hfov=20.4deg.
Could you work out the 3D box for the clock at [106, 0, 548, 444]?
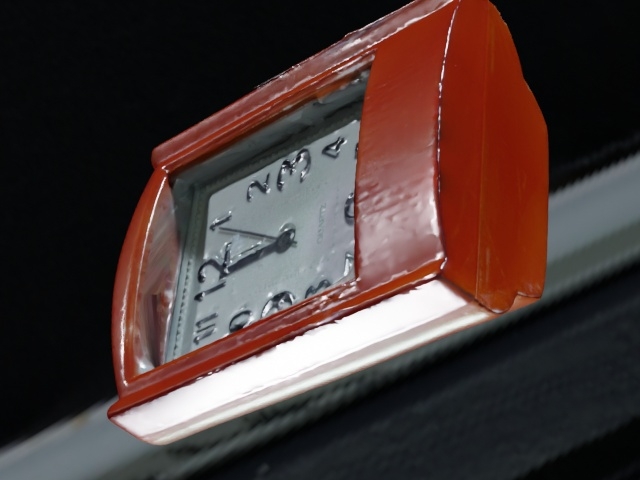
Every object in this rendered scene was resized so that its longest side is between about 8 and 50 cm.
[{"bbox_3d":[0.000,0.000,0.580,0.155,0.113,0.061,-23,-43,37],"label":"clock"}]
